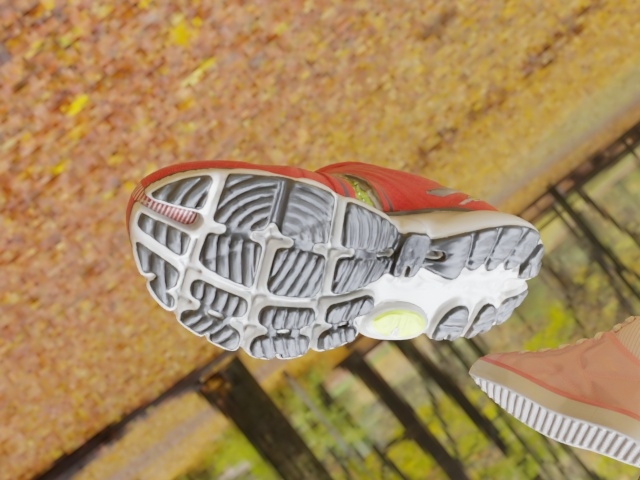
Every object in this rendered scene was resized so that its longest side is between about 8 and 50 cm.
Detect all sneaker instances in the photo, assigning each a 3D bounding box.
[{"bbox_3d":[0.000,0.000,0.774,0.279,0.118,0.107,8,113,-37],"label":"sneaker"},{"bbox_3d":[0.146,0.072,0.707,0.134,0.051,0.070,15,-117,51],"label":"sneaker"}]

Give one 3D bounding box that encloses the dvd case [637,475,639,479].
[{"bbox_3d":[0.109,0.166,0.399,0.018,0.221,0.164,3,-161,27],"label":"dvd case"}]
